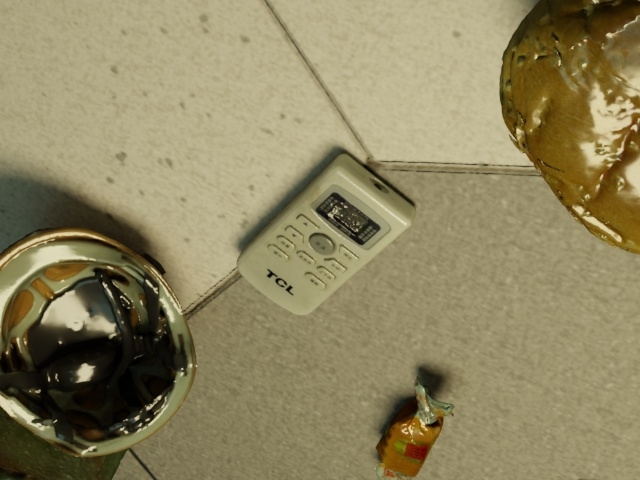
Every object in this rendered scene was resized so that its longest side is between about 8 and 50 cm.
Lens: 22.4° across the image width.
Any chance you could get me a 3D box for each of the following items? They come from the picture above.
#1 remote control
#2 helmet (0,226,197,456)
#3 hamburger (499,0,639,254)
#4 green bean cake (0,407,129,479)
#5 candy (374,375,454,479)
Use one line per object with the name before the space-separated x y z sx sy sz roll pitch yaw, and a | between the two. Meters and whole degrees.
remote control | 0.000 0.000 1.429 0.087 0.029 0.190 38 137 -10
helmet | -0.226 0.091 1.537 0.224 0.198 0.130 52 174 -9
hamburger | 0.271 -0.103 1.119 0.285 0.134 0.265 -26 114 43
green bean cake | -0.299 0.173 1.697 0.181 0.094 0.173 5 132 24
candy | 0.089 0.186 1.550 0.053 0.046 0.182 23 142 1
